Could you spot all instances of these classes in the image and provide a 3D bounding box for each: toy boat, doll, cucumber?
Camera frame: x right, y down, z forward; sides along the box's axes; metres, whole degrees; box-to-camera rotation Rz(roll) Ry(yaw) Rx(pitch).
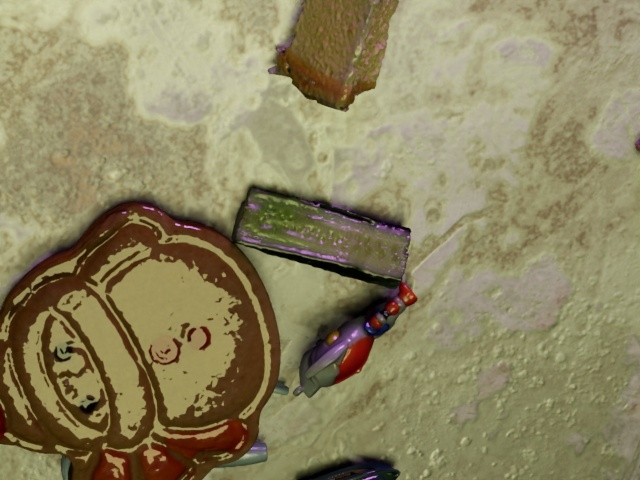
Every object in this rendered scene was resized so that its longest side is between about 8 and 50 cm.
[{"bbox_3d":[0.037,0.323,1.759,0.141,0.060,0.055,-18,138,-8],"label":"toy boat"},{"bbox_3d":[0.040,0.126,1.657,0.195,0.104,0.062,-42,100,2],"label":"doll"},{"bbox_3d":[0.000,-0.001,1.618,0.211,0.062,0.078,14,75,-9],"label":"cucumber"}]

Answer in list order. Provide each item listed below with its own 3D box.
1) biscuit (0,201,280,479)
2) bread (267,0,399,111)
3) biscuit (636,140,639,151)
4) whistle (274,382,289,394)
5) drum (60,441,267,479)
[{"bbox_3d":[-0.235,0.147,1.601,0.381,0.074,0.358,-21,103,-7],"label":"biscuit"},{"bbox_3d":[0.034,-0.213,1.486,0.127,0.152,0.147,13,108,-23],"label":"bread"},{"bbox_3d":[0.480,-0.083,1.676,0.199,0.034,0.064,31,105,-20],"label":"biscuit"},{"bbox_3d":[-0.086,0.173,1.684,0.100,0.035,0.035,21,107,-18],"label":"whistle"},{"bbox_3d":[-0.201,0.294,1.706,0.253,0.049,0.130,12,110,-14],"label":"drum"}]
